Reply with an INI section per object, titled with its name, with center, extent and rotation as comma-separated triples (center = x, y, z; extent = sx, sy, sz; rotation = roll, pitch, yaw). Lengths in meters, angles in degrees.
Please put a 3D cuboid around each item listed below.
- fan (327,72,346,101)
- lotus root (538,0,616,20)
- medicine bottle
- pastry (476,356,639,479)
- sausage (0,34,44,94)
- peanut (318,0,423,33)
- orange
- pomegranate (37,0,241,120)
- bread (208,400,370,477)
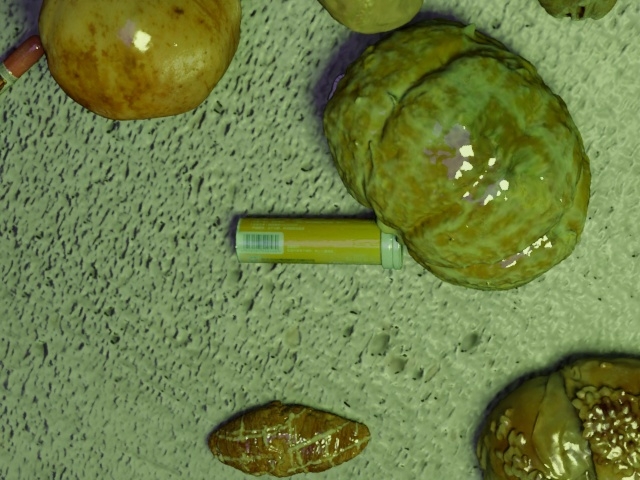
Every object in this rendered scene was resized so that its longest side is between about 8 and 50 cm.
[fan]
center = 0.047, -0.203, 1.487
extent = 0.056, 0.004, 0.083
rotation = 30, 105, -2
[lotus root]
center = 0.309, -0.362, 1.376
extent = 0.113, 0.088, 0.192
rotation = 0, 105, 13
[medicine bottle]
center = 0.000, 0.000, 1.513
extent = 0.218, 0.074, 0.074
rotation = 1, 105, 8
[pastry]
center = 0.368, 0.297, 1.493
extent = 0.316, 0.184, 0.284
rotation = -15, 104, 9
[sausage]
center = -0.452, -0.196, 1.529
extent = 0.253, 0.034, 0.034
rotation = -38, 98, 13
[peanut]
center = 0.015, -0.428, 1.329
extent = 0.192, 0.169, 0.387
rotation = -28, 100, -26
[orange]
center = 0.188, -0.103, 1.386
extent = 0.271, 0.210, 0.368
rotation = -46, 99, -10
[pomegranate]
center = -0.216, -0.262, 1.382
extent = 0.248, 0.248, 0.248
rotation = 2, 105, 6
[bread]
center = -0.047, 0.281, 1.590
extent = 0.233, 0.076, 0.105
rotation = -4, 106, 6
